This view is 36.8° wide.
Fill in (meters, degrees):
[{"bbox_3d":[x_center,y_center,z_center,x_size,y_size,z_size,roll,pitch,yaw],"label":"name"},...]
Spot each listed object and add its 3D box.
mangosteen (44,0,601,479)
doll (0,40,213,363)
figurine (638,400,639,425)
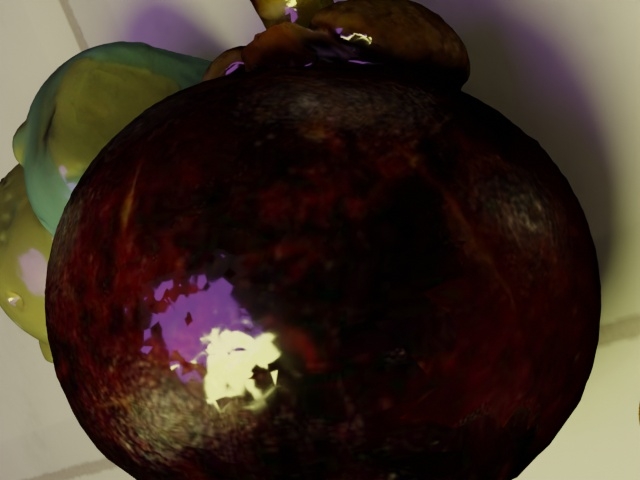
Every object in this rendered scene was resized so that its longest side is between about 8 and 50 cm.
[{"bbox_3d":[-0.002,0.019,0.542,0.297,0.297,0.293,-62,34,38],"label":"mangosteen"},{"bbox_3d":[-0.174,-0.021,0.753,0.261,0.162,0.177,-45,45,51],"label":"doll"},{"bbox_3d":[0.189,0.047,0.342,0.121,0.122,0.176,46,129,0],"label":"figurine"}]
